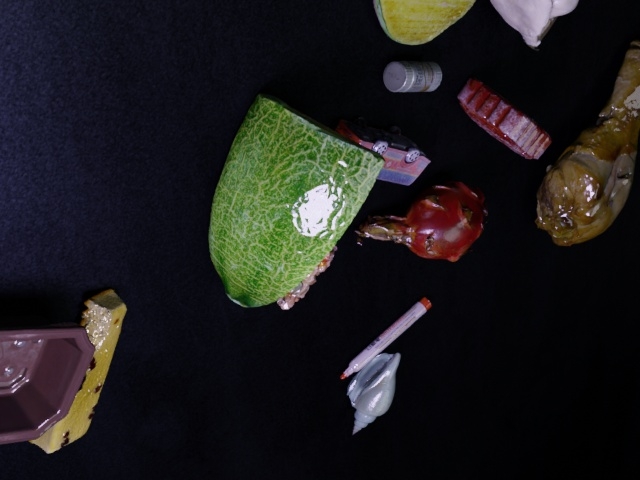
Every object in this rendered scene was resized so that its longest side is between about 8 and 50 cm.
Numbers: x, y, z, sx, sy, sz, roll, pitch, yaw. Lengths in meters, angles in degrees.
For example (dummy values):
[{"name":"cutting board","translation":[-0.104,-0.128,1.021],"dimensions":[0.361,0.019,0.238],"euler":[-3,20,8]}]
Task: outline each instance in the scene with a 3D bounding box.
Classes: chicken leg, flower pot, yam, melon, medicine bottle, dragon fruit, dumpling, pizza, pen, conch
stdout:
[{"name":"chicken leg","translation":[0.530,-0.184,2.193],"dimensions":[0.201,0.152,0.429],"euler":[7,110,-65]},{"name":"flower pot","translation":[-0.414,0.161,1.471],"dimensions":[0.250,0.084,0.179],"euler":[2,120,-51]},{"name":"yam","translation":[0.377,-0.367,1.924],"dimensions":[0.033,0.027,0.129],"euler":[34,98,-16]},{"name":"melon","translation":[-0.060,-0.029,1.644],"dimensions":[0.324,0.196,0.124],"euler":[-62,172,23]},{"name":"medicine bottle","translation":[0.135,-0.241,1.750],"dimensions":[0.083,0.047,0.047],"euler":[-7,127,-45]},{"name":"dragon fruit","translation":[0.165,-0.026,1.946],"dimensions":[0.246,0.125,0.125],"euler":[-5,141,-26]},{"name":"dumpling","translation":[0.313,-0.379,1.727],"dimensions":[0.250,0.132,0.162],"euler":[92,11,-56]},{"name":"pizza","translation":[0.000,0.000,1.724],"dimensions":[0.195,0.052,0.185],"euler":[-59,-174,39]},{"name":"pen","translation":[0.116,0.177,2.141],"dimensions":[0.218,0.026,0.026],"euler":[-40,144,-15]},{"name":"conch","translation":[0.089,0.277,2.184],"dimensions":[0.065,0.088,0.180],"euler":[-96,-151,-77]}]

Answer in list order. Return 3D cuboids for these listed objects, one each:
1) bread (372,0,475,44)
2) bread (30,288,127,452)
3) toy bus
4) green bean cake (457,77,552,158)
[{"name":"bread","translation":[0.155,-0.379,1.657],"dimensions":[0.228,0.033,0.229],"euler":[-30,139,-30]},{"name":"bread","translation":[-0.325,0.176,1.604],"dimensions":[0.088,0.049,0.226],"euler":[-22,138,-57]},{"name":"toy bus","translation":[0.087,-0.130,1.786],"dimensions":[0.192,0.065,0.077],"euler":[7,124,-51]},{"name":"green bean cake","translation":[0.291,-0.190,1.896],"dimensions":[0.056,0.135,0.135],"euler":[-54,145,6]}]
